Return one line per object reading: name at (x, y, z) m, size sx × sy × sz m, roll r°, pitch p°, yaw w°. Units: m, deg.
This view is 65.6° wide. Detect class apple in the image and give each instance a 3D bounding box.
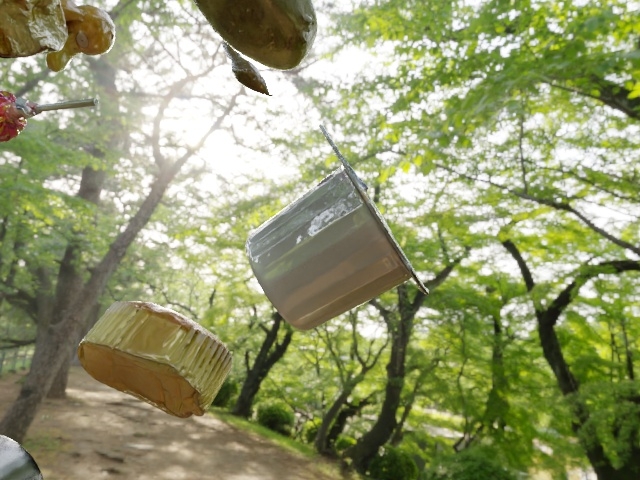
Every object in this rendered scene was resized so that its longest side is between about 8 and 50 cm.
apple at (-0.519, -0.392, 0.834) m, size 0.147 × 0.158 × 0.156 m, roll 17°, pitch 36°, yaw 41°

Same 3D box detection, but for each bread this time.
bread at (-0.286, 0.206, 0.883) m, size 0.250 × 0.133 × 0.178 m, roll 16°, pitch -43°, yaw 9°

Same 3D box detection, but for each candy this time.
candy at (-0.615, -0.278, 1.062) m, size 0.366 × 0.124 × 0.124 m, roll 2°, pitch -14°, yaw 23°

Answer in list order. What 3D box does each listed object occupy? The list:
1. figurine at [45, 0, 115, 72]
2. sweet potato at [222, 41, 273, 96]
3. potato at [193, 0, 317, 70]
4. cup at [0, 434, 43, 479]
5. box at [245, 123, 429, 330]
figurine at (-0.648, -0.541, 1.237) m, size 0.228 × 0.215 × 0.215 m, roll 44°, pitch -18°, yaw -1°
sweet potato at (-0.245, -0.537, 1.548) m, size 0.075 × 0.269 × 0.074 m, roll -34°, pitch -19°, yaw -13°
potato at (-0.127, -0.473, 0.952) m, size 0.307 × 0.210 × 0.173 m, roll 51°, pitch -31°, yaw -20°
cup at (-0.371, 0.309, 0.502) m, size 0.240 × 0.165 × 0.177 m, roll 13°, pitch -8°, yaw 1°
box at (0.000, 0.000, 0.766) m, size 0.207 × 0.291 × 0.262 m, roll -33°, pitch 14°, yaw 7°
